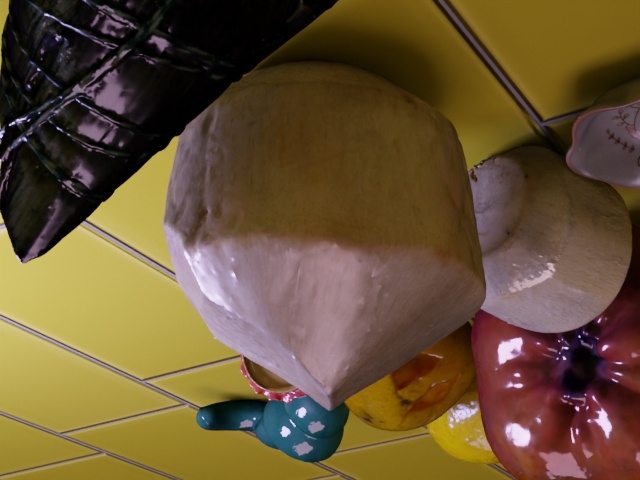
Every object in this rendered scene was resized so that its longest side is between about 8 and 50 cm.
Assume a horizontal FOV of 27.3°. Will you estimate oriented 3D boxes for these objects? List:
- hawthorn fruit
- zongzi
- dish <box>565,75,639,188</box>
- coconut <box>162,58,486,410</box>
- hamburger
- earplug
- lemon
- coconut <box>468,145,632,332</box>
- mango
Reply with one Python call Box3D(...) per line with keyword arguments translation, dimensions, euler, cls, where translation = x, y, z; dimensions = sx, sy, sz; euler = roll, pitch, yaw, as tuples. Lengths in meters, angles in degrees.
Box3D(translation=(0.463, 0.207, 2.032), dimensions=(0.471, 0.472, 0.472), euler=(-3, 154, -1), cls="hawthorn fruit")
Box3D(translation=(-0.230, -0.233, 1.294), dimensions=(0.383, 0.319, 0.362), euler=(-34, 135, 18), cls="zongzi")
Box3D(translation=(0.418, -0.154, 1.668), dimensions=(0.229, 0.081, 0.229), euler=(0, 152, 0), cls="dish")
Box3D(translation=(0.000, 0.000, 1.555), dimensions=(0.415, 0.415, 0.344), euler=(5, 155, -18), cls="coconut")
Box3D(translation=(-0.050, 0.194, 2.247), dimensions=(0.175, 0.175, 0.137), euler=(-9, 166, 11), cls="hamburger")
Box3D(translation=(-0.071, 0.334, 2.585), dimensions=(0.257, 0.164, 0.280), euler=(41, 129, -5), cls="earplug")
Box3D(translation=(0.316, 0.294, 2.419), dimensions=(0.233, 0.233, 0.288), euler=(21, 136, -41), cls="lemon")
Box3D(translation=(0.298, 0.004, 1.800), dimensions=(0.247, 0.245, 0.245), euler=(28, 141, -34), cls="coconut")
Box3D(translation=(0.132, 0.192, 2.203), dimensions=(0.253, 0.182, 0.365), euler=(-38, 148, 4), cls="mango")
